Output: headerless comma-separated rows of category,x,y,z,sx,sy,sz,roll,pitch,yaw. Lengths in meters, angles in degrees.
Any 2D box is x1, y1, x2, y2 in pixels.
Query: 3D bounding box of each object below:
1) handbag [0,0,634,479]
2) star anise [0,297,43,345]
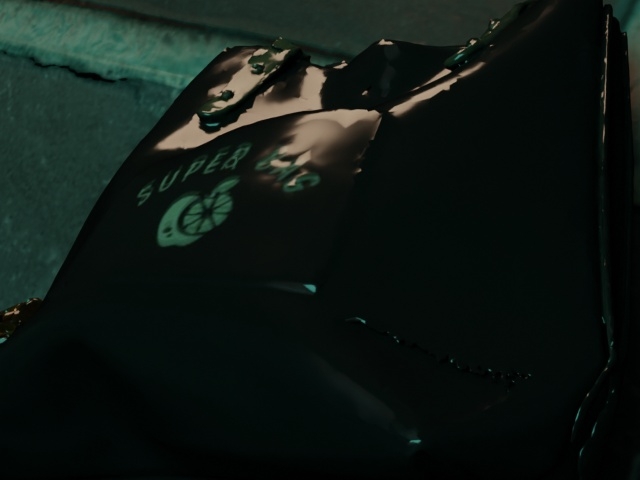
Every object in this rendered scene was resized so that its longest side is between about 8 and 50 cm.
handbag,0.000,0.000,0.621,0.342,0.152,0.288,-3,51,36
star anise,-0.241,0.102,0.798,0.190,0.070,0.097,-30,22,23
